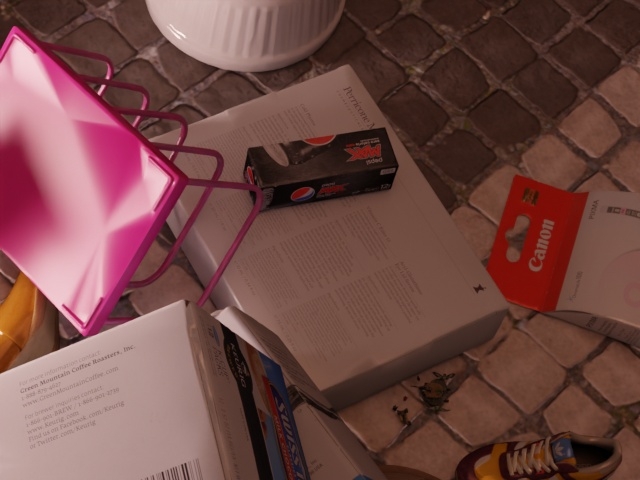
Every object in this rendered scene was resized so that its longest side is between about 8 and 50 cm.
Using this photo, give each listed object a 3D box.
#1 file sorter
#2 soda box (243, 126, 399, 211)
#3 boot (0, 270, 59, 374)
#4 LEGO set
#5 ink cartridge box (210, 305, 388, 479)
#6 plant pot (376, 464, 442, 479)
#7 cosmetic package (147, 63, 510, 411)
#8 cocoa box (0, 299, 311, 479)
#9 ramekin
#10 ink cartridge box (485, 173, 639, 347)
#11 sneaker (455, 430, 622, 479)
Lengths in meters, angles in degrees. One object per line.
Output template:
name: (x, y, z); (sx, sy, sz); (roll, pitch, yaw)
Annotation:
file sorter: (-0.238, -0.063, 1.704); (0.291, 0.202, 0.182); (42, 20, 28)
soda box: (0.000, -0.082, 1.776); (0.169, 0.053, 0.060); (-10, 62, -16)
boot: (-0.396, 0.126, 1.675); (0.211, 0.104, 0.295); (-4, 50, 2)
LEGO set: (0.121, 0.181, 1.775); (0.083, 0.023, 0.054); (-21, 63, -5)
ink cartridge box: (-0.067, 0.256, 1.558); (0.223, 0.129, 0.307); (-42, 61, 5)
plant pot: (0.084, 0.337, 1.625); (0.237, 0.109, 0.237); (5, 60, -8)
cosmetic package: (0.000, 0.000, 1.813); (0.284, 0.097, 0.377); (-23, 66, -19)
cocoa box: (-0.201, 0.241, 1.412); (0.347, 0.228, 0.231); (-22, 64, 13)
ramekin: (-0.092, -0.362, 1.989); (0.273, 0.127, 0.272); (4, 59, -7)
ink cartridge box: (0.333, 0.016, 1.885); (0.232, 0.066, 0.189); (22, 59, -2)
sneaker: (0.243, 0.244, 1.719); (0.186, 0.084, 0.069); (-6, 61, -13)
